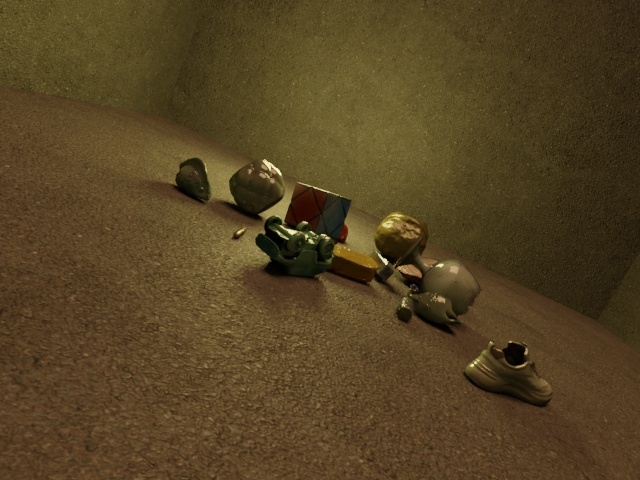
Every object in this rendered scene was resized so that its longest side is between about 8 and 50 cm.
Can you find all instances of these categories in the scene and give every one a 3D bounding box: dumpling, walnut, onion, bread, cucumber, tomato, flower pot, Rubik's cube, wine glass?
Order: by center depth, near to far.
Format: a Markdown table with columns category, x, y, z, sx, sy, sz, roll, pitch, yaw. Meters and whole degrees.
| category | x | y | z | sx | sy | sz | roll | pitch | yaw |
| --- | --- | --- | --- | --- | --- | --- | --- | --- | --- |
| cucumber | 0.297 | 0.236 | 1.618 | 0.064 | 0.064 | 0.112 | 27 | 12 | 9 |
| dumpling | 0.425 | 0.243 | 1.732 | 0.219 | 0.108 | 0.152 | 32 | 14 | 18 |
| bread | 0.104 | 0.091 | 1.794 | 0.245 | 0.095 | 0.102 | 19 | 22 | -20 |
| wine glass | 0.463 | 0.147 | 1.859 | 0.323 | 0.238 | 0.238 | 39 | 14 | 7 |
| dumpling | -0.517 | -0.249 | 1.907 | 0.216 | 0.149 | 0.104 | 37 | 57 | 24 |
| flower pot | -0.276 | -0.232 | 2.069 | 0.195 | 0.246 | 0.246 | 58 | 16 | 2 |
| onion | 0.467 | 0.167 | 2.169 | 0.247 | 0.112 | 0.250 | 6 | 24 | 3 |
| Rubik's cube | -0.011 | -0.137 | 2.190 | 0.207 | 0.205 | 0.204 | 21 | 6 | 38 |
| tomato | 0.080 | -0.059 | 2.369 | 0.138 | 0.091 | 0.159 | 26 | 10 | 1 |
| walnut | 0.432 | -0.016 | 2.477 | 0.276 | 0.282 | 0.253 | 33 | -26 | 15 |

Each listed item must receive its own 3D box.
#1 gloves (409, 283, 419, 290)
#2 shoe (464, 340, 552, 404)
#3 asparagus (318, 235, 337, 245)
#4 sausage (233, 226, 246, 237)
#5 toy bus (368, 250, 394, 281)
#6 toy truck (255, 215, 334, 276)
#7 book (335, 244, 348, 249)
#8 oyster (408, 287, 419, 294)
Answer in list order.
| category | x | y | z | sx | sy | sz | roll | pitch | yaw |
| --- | --- | --- | --- | --- | --- | --- | --- | --- | --- |
| gloves | 0.433 | 0.217 | 2.043 | 0.064 | 0.026 | 0.086 | 17 | 14 | -44 |
| shoe | 0.580 | 0.373 | 1.378 | 0.316 | 0.160 | 0.124 | 16 | 13 | -24 |
| asparagus | 0.000 | 0.000 | 2.080 | 0.178 | 0.045 | 0.041 | 13 | 35 | -37 |
| sausage | -0.289 | -0.030 | 1.684 | 0.024 | 0.024 | 0.132 | 24 | 11 | -2 |
| toy bus | 0.254 | 0.108 | 2.003 | 0.064 | 0.075 | 0.190 | 49 | 3 | -20 |
| toy truck | -0.079 | 0.026 | 1.546 | 0.155 | 0.156 | 0.278 | 34 | 16 | 37 |
| book | 0.056 | 0.054 | 1.992 | 0.289 | 0.026 | 0.201 | 16 | 15 | -35 |
| oyster | 0.418 | 0.224 | 1.977 | 0.093 | 0.034 | 0.051 | 16 | -6 | 12 |
